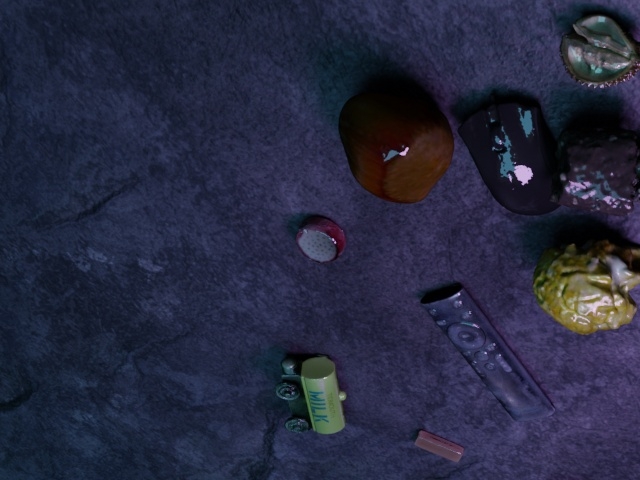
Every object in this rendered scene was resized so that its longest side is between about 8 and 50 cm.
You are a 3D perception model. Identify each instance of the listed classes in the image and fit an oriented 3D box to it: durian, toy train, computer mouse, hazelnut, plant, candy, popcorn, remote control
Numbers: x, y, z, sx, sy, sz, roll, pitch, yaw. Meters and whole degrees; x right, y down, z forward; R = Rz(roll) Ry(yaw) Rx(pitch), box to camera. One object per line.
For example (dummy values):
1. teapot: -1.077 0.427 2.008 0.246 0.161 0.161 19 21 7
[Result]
1. durian: 0.434 -0.278 1.425 0.140 0.071 0.111 21 100 28
2. toy train: -0.016 0.365 2.238 0.157 0.105 0.253 -2 132 10
3. computer mouse: 0.333 -0.129 1.613 0.147 0.088 0.264 -14 120 32
4. hazelnut: 0.131 -0.169 1.615 0.186 0.210 0.210 -17 125 8
5. plant: 0.509 -0.100 1.509 0.274 0.149 0.147 14 110 5
6. candy: 0.000 0.000 1.919 0.103 0.043 0.103 14 135 14
7. popcorn: 0.485 0.070 1.674 0.212 0.198 0.198 -33 114 14
8. remote control: 0.352 0.242 1.978 0.107 0.044 0.377 -22 119 35

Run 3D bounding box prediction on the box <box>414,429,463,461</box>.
1. box: 0.282 0.489 2.256 0.115 0.025 0.048 21 141 6
